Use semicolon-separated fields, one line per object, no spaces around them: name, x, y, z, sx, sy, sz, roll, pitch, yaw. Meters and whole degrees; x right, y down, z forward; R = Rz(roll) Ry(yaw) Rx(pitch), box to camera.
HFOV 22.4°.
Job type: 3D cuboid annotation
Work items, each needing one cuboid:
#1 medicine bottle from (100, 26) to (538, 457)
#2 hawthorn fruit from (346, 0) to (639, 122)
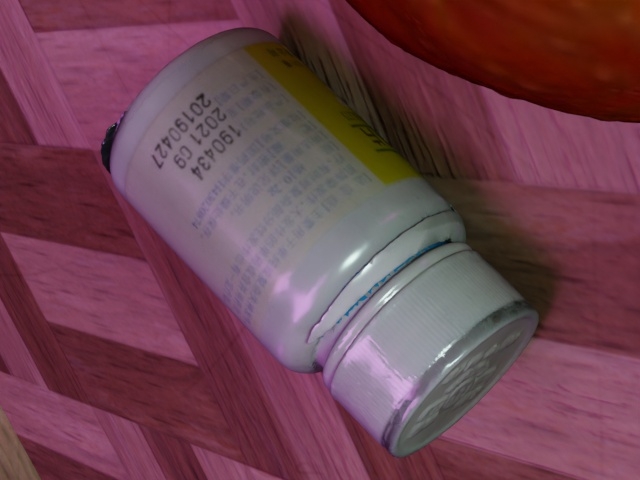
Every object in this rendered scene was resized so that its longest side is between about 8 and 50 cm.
medicine bottle;0.000;0.000;0.980;0.258;0.143;0.143;47;152;20
hawthorn fruit;0.111;-0.163;0.498;0.284;0.284;0.284;40;150;29
